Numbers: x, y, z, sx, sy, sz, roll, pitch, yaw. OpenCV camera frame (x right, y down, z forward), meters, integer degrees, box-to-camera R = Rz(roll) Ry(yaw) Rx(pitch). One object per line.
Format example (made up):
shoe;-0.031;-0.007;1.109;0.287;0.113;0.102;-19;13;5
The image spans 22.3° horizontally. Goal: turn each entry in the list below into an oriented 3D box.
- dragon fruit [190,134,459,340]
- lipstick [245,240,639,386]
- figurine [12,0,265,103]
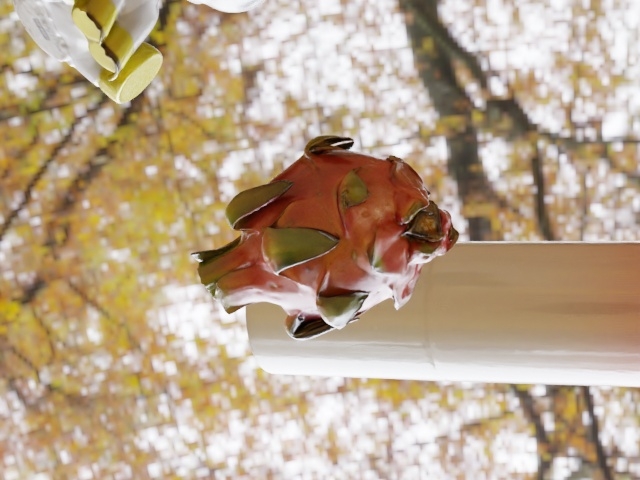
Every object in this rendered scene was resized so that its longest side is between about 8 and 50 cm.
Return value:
dragon fruit;0.000;0.002;0.743;0.116;0.086;0.081;-32;-153;17
lipstick;0.118;0.043;0.981;0.327;0.087;0.087;0;-145;25
figurine;-0.083;-0.161;0.872;0.178;0.109;0.129;-34;-145;-2
